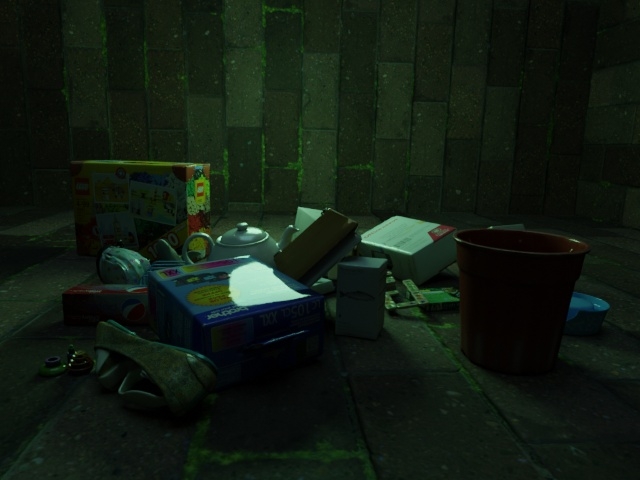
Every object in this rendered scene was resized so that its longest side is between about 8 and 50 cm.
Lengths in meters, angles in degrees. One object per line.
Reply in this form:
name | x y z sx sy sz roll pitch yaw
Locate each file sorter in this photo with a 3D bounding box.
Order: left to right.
file sorter | -0.433 0.126 1.361 0.118 0.104 0.170 0 11 -8

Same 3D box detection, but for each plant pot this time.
plant pot | 0.415 0.126 1.051 0.272 0.265 0.272 2 12 0

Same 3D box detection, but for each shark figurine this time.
shark figurine | -0.403 0.109 1.561 0.278 0.166 0.116 16 31 -22

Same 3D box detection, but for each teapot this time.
teapot | -0.229 0.041 1.429 0.252 0.187 0.256 10 23 39

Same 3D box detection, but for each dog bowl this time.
dog bowl | 0.587 0.185 1.270 0.297 0.074 0.166 3 11 9

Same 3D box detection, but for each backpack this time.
backpack | -0.588 0.095 1.459 0.182 0.152 0.115 13 31 31

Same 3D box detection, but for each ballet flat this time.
ballet flat | -0.333 0.228 0.874 0.349 0.123 0.123 7 12 37

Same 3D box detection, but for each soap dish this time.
soap dish | -0.008 0.029 1.270 0.229 0.118 0.291 -43 -4 -2

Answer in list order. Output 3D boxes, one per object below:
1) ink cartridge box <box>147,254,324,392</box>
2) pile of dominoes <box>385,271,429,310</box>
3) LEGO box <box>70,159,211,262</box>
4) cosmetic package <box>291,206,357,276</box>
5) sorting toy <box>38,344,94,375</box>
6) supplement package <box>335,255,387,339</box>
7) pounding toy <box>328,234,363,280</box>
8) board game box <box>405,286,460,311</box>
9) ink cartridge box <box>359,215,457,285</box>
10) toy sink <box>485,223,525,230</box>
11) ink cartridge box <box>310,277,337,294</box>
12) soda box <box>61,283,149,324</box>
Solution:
ink cartridge box | -0.174 0.165 1.031 0.270 0.151 0.395 -10 21 -34
pile of dominoes | 0.193 0.146 1.424 0.196 0.040 0.251 -8 11 -1
LEGO box | -0.695 -0.121 1.904 0.500 0.372 0.193 4 12 15
cosmetic package | 0.000 0.000 1.798 0.155 0.197 0.365 9 10 -16
sorting toy | -0.498 0.235 0.954 0.102 0.042 0.061 0 11 -8
supplement package | 0.100 0.135 1.182 0.105 0.179 0.105 4 11 18
pounding toy | 0.093 0.064 1.539 0.100 0.141 0.130 2 -12 24
board game box | 0.400 0.170 1.444 0.260 0.030 0.136 -2 13 -15
ink cartridge box | 0.313 0.027 1.748 0.226 0.131 0.306 -28 23 -25
toy sink | 0.608 0.078 1.604 0.153 0.234 0.131 -6 -16 -28
ink cartridge box | -0.075 0.131 1.531 0.223 0.045 0.224 12 15 43
soda box | -0.499 0.161 1.225 0.263 0.083 0.092 0 10 -2
